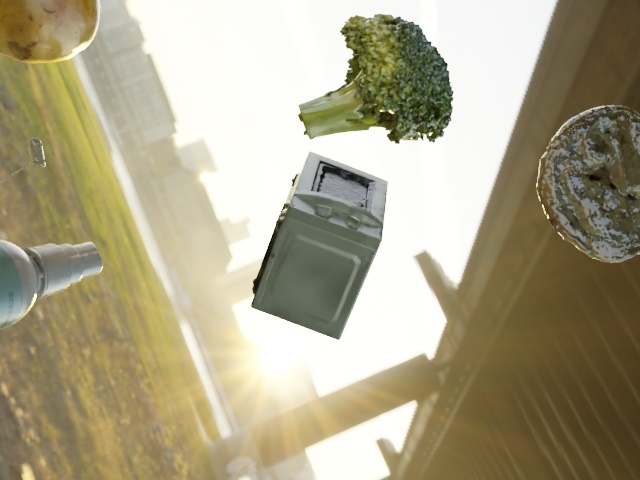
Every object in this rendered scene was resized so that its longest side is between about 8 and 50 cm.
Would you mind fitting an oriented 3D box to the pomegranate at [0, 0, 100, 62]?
[{"bbox_3d":[-0.520,-0.446,1.599,0.260,0.260,0.260,158,-90,-81],"label":"pomegranate"}]

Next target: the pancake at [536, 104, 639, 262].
[{"bbox_3d":[0.280,-0.056,0.852,0.158,0.158,0.028,69,-16,-2],"label":"pancake"}]

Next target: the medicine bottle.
[{"bbox_3d":[-0.404,0.056,1.037,0.110,0.352,0.110,9,-74,34],"label":"medicine bottle"}]

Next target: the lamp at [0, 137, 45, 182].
[{"bbox_3d":[-0.634,-0.137,1.763,0.056,0.198,0.050,68,19,9],"label":"lamp"}]

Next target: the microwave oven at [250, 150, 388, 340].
[{"bbox_3d":[0.000,0.000,1.092,0.208,0.122,0.162,-75,-174,-66],"label":"microwave oven"}]

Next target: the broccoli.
[{"bbox_3d":[0.108,-0.316,1.725,0.375,0.302,0.249,-119,-146,-73],"label":"broccoli"}]
